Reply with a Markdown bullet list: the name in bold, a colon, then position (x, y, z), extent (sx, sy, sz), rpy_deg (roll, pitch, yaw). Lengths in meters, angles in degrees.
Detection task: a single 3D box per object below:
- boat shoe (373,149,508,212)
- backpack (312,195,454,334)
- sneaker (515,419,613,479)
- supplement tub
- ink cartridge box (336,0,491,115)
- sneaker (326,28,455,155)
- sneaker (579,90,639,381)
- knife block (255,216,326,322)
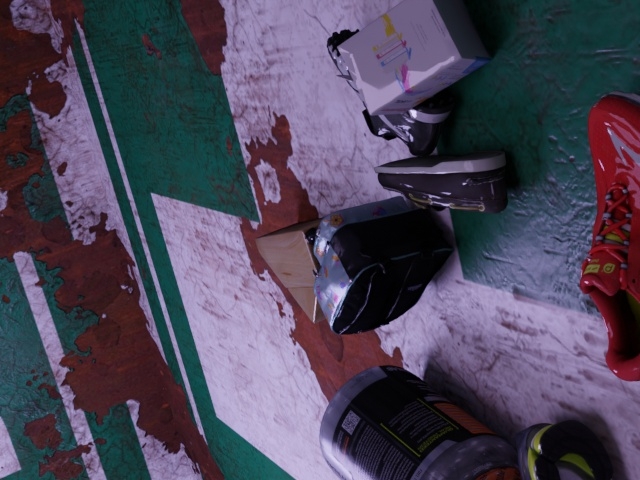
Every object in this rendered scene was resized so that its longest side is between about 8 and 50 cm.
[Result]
- **boat shoe**: position (0.143, -0.068, 1.149), extent (0.227, 0.081, 0.069), rpy_deg (6, 110, 61)
- **backpack**: position (0.070, 0.038, 1.283), extent (0.144, 0.165, 0.188), rpy_deg (55, 149, 33)
- **sneaker**: position (0.318, 0.348, 1.123), extent (0.121, 0.111, 0.300), rpy_deg (-179, 70, -82)
- **supplement tub**: position (0.152, 0.320, 1.306), extent (0.316, 0.193, 0.194), rpy_deg (32, 136, 55)
- **ink cartridge box**: position (0.097, -0.204, 1.046), extent (0.143, 0.092, 0.090), rpy_deg (-30, 82, 31)
- **sneaker**: position (0.078, -0.185, 1.197), extent (0.234, 0.078, 0.106), rpy_deg (46, 145, 37)
- **sneaker**: position (0.288, 0.004, 0.859), extent (0.107, 0.118, 0.279), rpy_deg (8, 117, 62)
- **knife block**: position (0.000, 0.000, 1.495), extent (0.276, 0.088, 0.242), rpy_deg (50, 149, 36)
